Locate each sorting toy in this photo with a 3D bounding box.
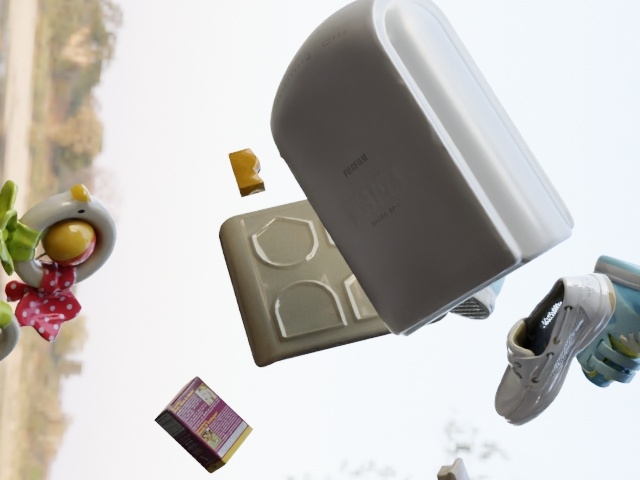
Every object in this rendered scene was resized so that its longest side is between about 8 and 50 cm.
[{"bbox_3d":[0.000,0.000,1.523,0.041,0.229,0.307,80,-7,-52],"label":"sorting toy"}]

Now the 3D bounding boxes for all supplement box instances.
[{"bbox_3d":[-0.120,0.191,1.340,0.055,0.083,0.043,-48,-175,-37],"label":"supplement box"}]

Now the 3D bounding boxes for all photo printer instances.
[{"bbox_3d":[0.080,-0.081,1.280,0.307,0.107,0.256,59,-34,5],"label":"photo printer"}]

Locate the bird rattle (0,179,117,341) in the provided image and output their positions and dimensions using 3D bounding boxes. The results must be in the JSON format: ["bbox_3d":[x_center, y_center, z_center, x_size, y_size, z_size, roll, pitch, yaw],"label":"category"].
[{"bbox_3d":[-0.393,0.023,1.913,0.143,0.207,0.253,53,-9,49],"label":"bird rattle"}]

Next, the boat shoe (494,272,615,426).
[{"bbox_3d":[0.298,0.147,1.804,0.277,0.096,0.098,-63,-151,32],"label":"boat shoe"}]

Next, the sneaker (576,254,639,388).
[{"bbox_3d":[0.518,0.157,2.047,0.208,0.127,0.319,-68,-156,4],"label":"sneaker"}]

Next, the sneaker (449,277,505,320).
[{"bbox_3d":[0.167,0.004,2.353,0.150,0.366,0.135,-60,178,-29],"label":"sneaker"}]

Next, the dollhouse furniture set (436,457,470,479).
[{"bbox_3d":[0.250,0.525,1.867,0.355,0.173,0.303,-47,120,-59],"label":"dollhouse furniture set"}]

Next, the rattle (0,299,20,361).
[{"bbox_3d":[-0.521,0.139,1.897,0.143,0.130,0.200,45,-44,30],"label":"rattle"}]
